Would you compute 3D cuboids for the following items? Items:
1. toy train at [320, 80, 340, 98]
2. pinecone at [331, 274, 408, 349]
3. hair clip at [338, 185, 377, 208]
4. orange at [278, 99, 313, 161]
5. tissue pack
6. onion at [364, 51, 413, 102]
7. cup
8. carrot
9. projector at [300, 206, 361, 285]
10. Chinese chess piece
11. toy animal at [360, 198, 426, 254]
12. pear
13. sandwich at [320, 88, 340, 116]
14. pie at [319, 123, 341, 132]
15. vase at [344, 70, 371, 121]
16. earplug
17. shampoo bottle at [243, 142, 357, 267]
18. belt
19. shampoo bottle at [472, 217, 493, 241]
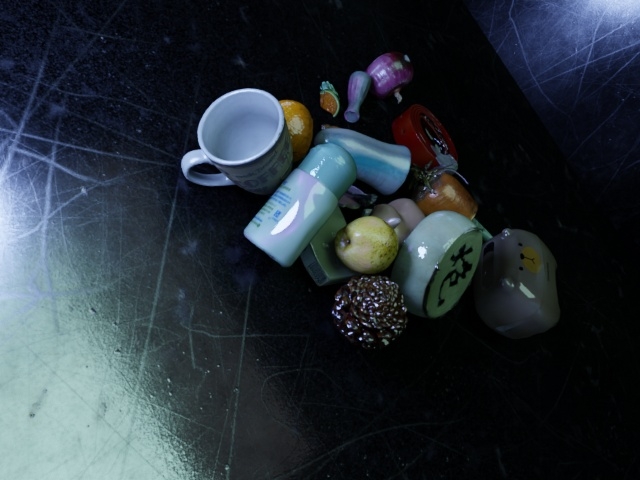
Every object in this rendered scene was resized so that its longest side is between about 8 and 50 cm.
[{"bbox_3d":[0.034,-0.549,1.926,0.053,0.033,0.083,-12,74,-49],"label":"toy train"},{"bbox_3d":[0.134,0.208,1.460,0.222,0.221,0.221,21,54,-32],"label":"pinecone"},{"bbox_3d":[0.097,-0.145,1.680,0.146,0.187,0.056,-31,133,-46],"label":"hair clip"},{"bbox_3d":[-0.107,-0.331,1.575,0.161,0.193,0.193,5,61,-12],"label":"orange"},{"bbox_3d":[0.718,0.149,1.948,0.277,0.267,0.386,35,49,-18],"label":"tissue pack"},{"bbox_3d":[0.284,-0.680,2.119,0.208,0.201,0.200,5,64,-33],"label":"onion"},{"bbox_3d":[-0.211,-0.217,1.395,0.257,0.301,0.227,67,-2,-61],"label":"cup"},{"bbox_3d":[0.452,-0.147,1.935,0.331,0.214,0.193,43,43,-9],"label":"carrot"},{"bbox_3d":[0.000,0.000,1.539,0.194,0.088,0.269,-5,70,-43],"label":"projector"},{"bbox_3d":[0.374,0.079,1.645,0.147,0.348,0.350,31,32,34],"label":"Chinese chess piece"},{"bbox_3d":[0.229,-0.044,1.693,0.256,0.194,0.213,-12,39,-37],"label":"toy animal"},{"bbox_3d":[0.125,0.011,1.461,0.178,0.178,0.177,21,54,-32],"label":"pear"},{"bbox_3d":[0.034,-0.502,1.885,0.101,0.069,0.026,35,4,-25],"label":"sandwich"},{"bbox_3d":[0.053,-0.367,1.836,0.170,0.034,0.091,3,69,-39],"label":"pie"},{"bbox_3d":[0.136,-0.544,1.982,0.086,0.086,0.213,31,54,-25],"label":"vase"},{"bbox_3d":[0.126,-0.294,1.771,0.324,0.185,0.184,19,55,-25],"label":"earplug"},{"bbox_3d":[-0.042,-0.105,1.385,0.151,0.222,0.349,39,85,-20],"label":"shampoo bottle"},{"bbox_3d":[0.428,-0.391,2.122,0.227,0.115,0.323,-26,83,-44],"label":"belt"},{"bbox_3d":[0.658,-0.048,2.173,0.191,0.041,0.069,37,42,-20],"label":"shampoo bottle"}]
